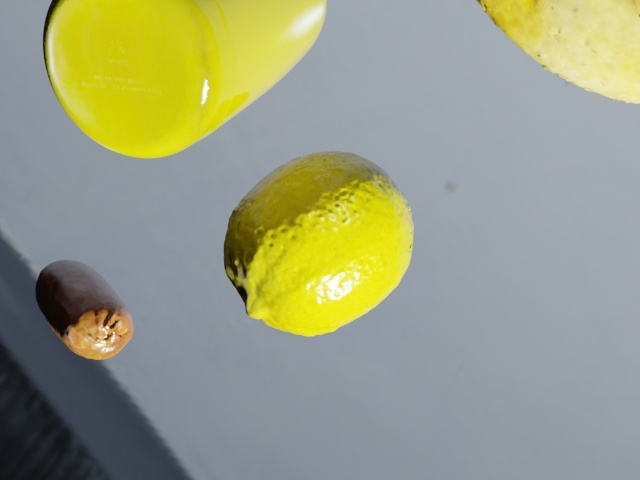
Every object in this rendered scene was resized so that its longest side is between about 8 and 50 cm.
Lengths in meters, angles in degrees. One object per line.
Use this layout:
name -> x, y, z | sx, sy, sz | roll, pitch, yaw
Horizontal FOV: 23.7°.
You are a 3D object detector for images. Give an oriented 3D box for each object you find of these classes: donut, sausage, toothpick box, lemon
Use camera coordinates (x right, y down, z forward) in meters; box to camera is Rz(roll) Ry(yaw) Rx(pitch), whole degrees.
donut -> 0.175, -0.205, 0.977 | 0.277, 0.277, 0.108 | 40, 128, -7
sausage -> -0.244, 0.069, 1.563 | 0.076, 0.197, 0.076 | -6, 107, -20
toothpick box -> -0.107, -0.194, 1.373 | 0.175, 0.271, 0.175 | 12, 117, 24
lemon -> -0.002, 0.002, 1.516 | 0.193, 0.180, 0.180 | -40, 104, 3
